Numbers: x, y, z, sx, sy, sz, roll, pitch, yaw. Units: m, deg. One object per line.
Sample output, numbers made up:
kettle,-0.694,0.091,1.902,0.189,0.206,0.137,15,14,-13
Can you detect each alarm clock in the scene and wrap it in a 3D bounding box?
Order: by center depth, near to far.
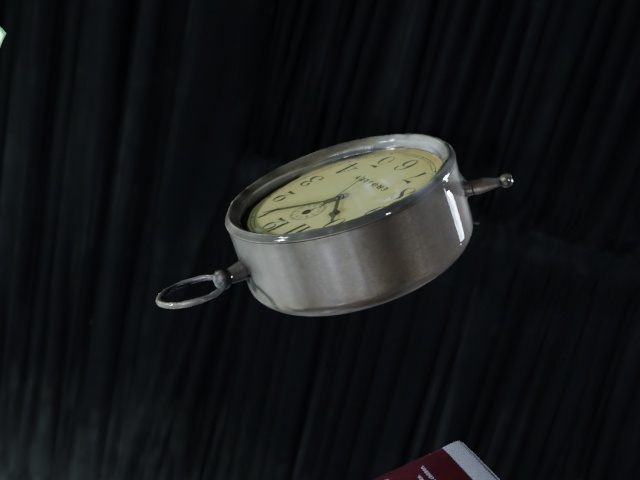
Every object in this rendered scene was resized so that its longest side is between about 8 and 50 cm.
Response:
alarm clock,0.000,0.000,0.743,0.192,0.064,0.129,-21,22,-17

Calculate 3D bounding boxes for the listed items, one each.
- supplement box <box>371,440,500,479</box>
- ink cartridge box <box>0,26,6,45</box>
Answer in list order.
supplement box,-0.002,0.220,0.748,0.239,0.130,0.073,-21,32,-18
ink cartridge box,-0.384,-0.113,1.173,0.154,0.093,0.212,-2,60,26
